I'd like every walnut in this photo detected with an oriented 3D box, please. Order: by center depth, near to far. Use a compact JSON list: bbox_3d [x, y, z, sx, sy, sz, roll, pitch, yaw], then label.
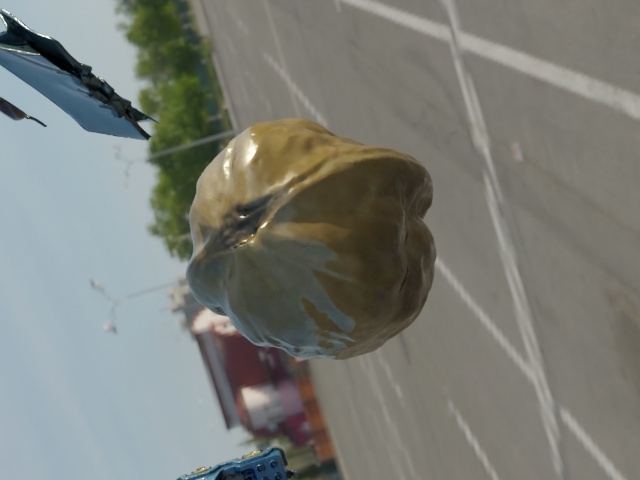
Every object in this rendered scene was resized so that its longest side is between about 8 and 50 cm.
[{"bbox_3d":[-0.004,0.005,1.745,0.383,0.384,0.383,163,90,-86],"label":"walnut"}]

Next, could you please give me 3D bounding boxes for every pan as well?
[{"bbox_3d":[-0.520,-0.215,2.096,0.068,0.023,0.115,25,174,47],"label":"pan"}]

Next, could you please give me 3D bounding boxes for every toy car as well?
[{"bbox_3d":[-0.125,0.379,1.810,0.100,0.191,0.097,-52,-56,-88],"label":"toy car"}]

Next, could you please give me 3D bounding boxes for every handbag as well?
[{"bbox_3d":[-0.318,-0.202,1.560,0.144,0.057,0.221,22,167,37],"label":"handbag"}]
